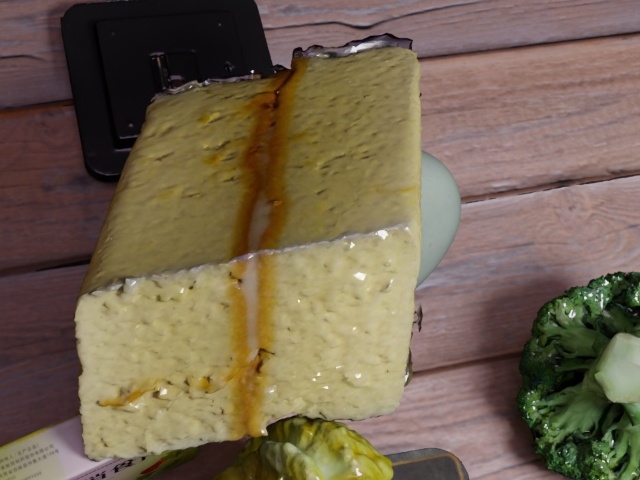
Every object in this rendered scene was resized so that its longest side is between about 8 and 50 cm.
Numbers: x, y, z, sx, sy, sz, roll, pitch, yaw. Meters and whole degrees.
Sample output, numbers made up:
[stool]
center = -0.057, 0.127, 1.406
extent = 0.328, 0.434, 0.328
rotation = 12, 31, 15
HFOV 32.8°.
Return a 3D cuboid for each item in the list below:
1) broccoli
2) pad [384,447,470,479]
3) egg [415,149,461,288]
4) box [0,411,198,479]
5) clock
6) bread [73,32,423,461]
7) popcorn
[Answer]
[broccoli]
center = 0.352, 0.161, 1.242
extent = 0.270, 0.270, 0.269
rotation = -2, 79, 11
[pad]
center = 0.063, 0.413, 1.168
extent = 0.315, 0.063, 0.375
rotation = -8, 64, -14
[egg]
center = 0.000, 0.000, 1.272
extent = 0.371, 0.230, 0.230
rotation = -20, 69, -22
[box]
center = -0.250, 0.234, 1.135
extent = 0.261, 0.175, 0.062
rotation = -22, 71, -20
[clock]
center = -0.192, -0.213, 1.446
extent = 0.274, 0.049, 0.278
rotation = -9, 66, -15
[bread]
center = -0.058, -0.008, 1.130
extent = 0.346, 0.242, 0.404
rotation = -1, 40, -1
[popcorn]
center = -0.025, 0.285, 1.124
extent = 0.184, 0.221, 0.204
rotation = 31, 25, -32
